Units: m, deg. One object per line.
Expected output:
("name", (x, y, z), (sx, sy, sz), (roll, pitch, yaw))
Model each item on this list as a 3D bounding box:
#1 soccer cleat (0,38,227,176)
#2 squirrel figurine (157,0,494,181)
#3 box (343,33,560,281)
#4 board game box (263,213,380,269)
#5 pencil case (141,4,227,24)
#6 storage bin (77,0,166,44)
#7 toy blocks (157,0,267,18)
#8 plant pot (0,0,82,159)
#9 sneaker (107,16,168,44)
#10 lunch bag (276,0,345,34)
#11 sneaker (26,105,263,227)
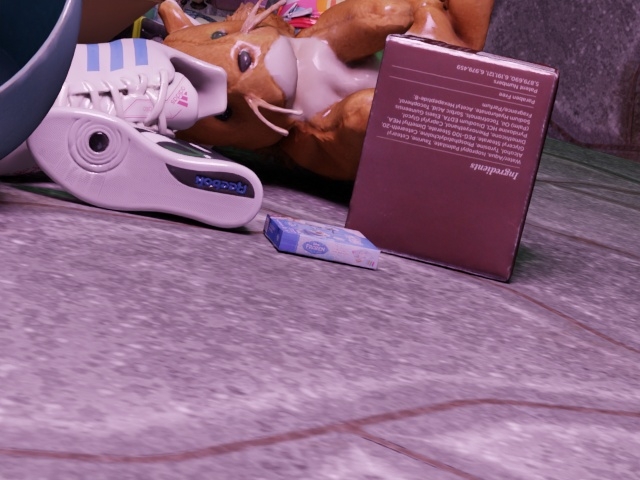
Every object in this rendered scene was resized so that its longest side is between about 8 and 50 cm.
("soccer cleat", (-0.203, -0.132, 1.524), (0.143, 0.116, 0.331), (10, 19, 23))
("squirrel figurine", (-0.024, -0.159, 1.844), (0.370, 0.281, 0.397), (-2, 0, -23))
("box", (0.130, -0.086, 1.580), (0.167, 0.203, 0.168), (14, 9, 6))
("board game box", (0.000, 0.000, 1.446), (0.090, 0.020, 0.090), (12, 9, -13))
("pencil case", (-0.106, -0.268, 2.531), (0.410, 0.160, 0.183), (13, 18, 4))
("storage bin", (-0.346, -0.252, 1.741), (0.262, 0.123, 0.260), (-31, -13, 26))
("toy blocks", (-0.108, -0.372, 1.916), (0.260, 0.309, 0.288), (24, 32, 31))
("plant pot", (-0.324, -0.159, 1.308), (0.290, 0.290, 0.195), (14, -25, 9))
("sneaker", (-0.256, -0.230, 2.134), (0.385, 0.145, 0.147), (19, 11, 25))
("lunch bag", (0.018, -0.225, 2.139), (0.258, 0.120, 0.293), (13, -31, -4))
("sneaker", (-0.165, -0.065, 1.471), (0.217, 0.079, 0.121), (19, 4, -14))
